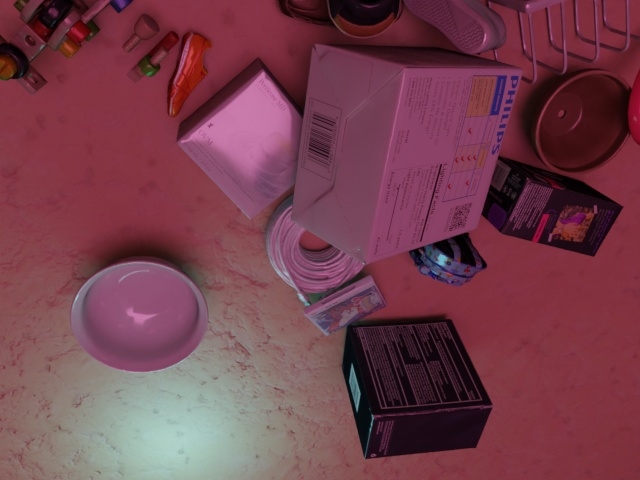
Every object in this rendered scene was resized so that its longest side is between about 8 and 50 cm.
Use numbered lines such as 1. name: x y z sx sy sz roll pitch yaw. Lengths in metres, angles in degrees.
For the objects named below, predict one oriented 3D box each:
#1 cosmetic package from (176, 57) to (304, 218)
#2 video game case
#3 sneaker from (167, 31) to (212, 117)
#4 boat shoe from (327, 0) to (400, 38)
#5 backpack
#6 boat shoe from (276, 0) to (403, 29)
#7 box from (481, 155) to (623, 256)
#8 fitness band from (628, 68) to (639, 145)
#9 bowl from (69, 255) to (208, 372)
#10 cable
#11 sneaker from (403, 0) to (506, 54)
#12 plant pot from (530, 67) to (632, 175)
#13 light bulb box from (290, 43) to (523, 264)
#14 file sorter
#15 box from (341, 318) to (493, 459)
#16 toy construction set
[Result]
1. cosmetic package: -0.137 -0.210 1.176 0.224 0.138 0.224 -38 117 8
2. video game case: 0.067 0.167 1.414 0.183 0.023 0.201 -27 152 4
3. sneaker: -0.264 -0.323 1.136 0.067 0.064 0.175 15 116 -28
4. boat shoe: 0.073 -0.608 0.953 0.186 0.156 0.501 -2 99 -1
5. backpack: 0.310 0.046 1.371 0.158 0.173 0.117 17 113 -19
6. boat shoe: 0.045 -0.452 1.107 0.257 0.095 0.095 -3 117 -9
7. box: 0.536 -0.082 1.352 0.270 0.165 0.143 13 114 -17
8. fitness band: 0.780 -0.346 1.261 0.209 0.054 0.291 38 81 -38
9. bowl: -0.407 0.148 1.309 0.297 0.134 0.298 -4 117 -8
10. cable: 0.000 0.000 1.338 0.257 0.089 0.257 -35 117 7
11. sneaker: 0.264 -0.466 1.132 0.256 0.151 0.094 54 128 13
12. plant pot: 0.576 -0.277 1.292 0.237 0.110 0.238 -5 119 -9
13. light bulb box: 0.165 -0.186 1.114 0.361 0.225 0.358 -14 124 -41
14. file sorter: 0.503 -0.452 1.144 0.277 0.193 0.173 -19 122 -1
15. box: 0.229 0.369 1.442 0.293 0.296 0.183 -2 127 -9
16. toy construction set: -0.450 -0.365 1.024 0.237 0.258 0.308 -33 143 27
